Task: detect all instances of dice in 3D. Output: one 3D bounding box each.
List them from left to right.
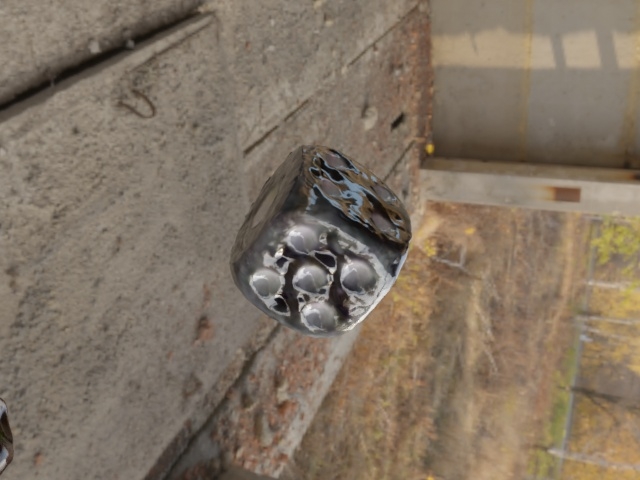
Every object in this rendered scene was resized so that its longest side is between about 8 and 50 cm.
[{"bbox_3d":[0.000,0.000,0.958,0.181,0.183,0.182,-49,-164,30],"label":"dice"}]

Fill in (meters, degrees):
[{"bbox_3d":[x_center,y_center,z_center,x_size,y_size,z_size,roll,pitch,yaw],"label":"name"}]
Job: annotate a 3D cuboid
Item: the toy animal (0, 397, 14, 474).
[{"bbox_3d":[-0.171,0.123,0.247,0.218,0.116,0.179,58,9,-31],"label":"toy animal"}]
